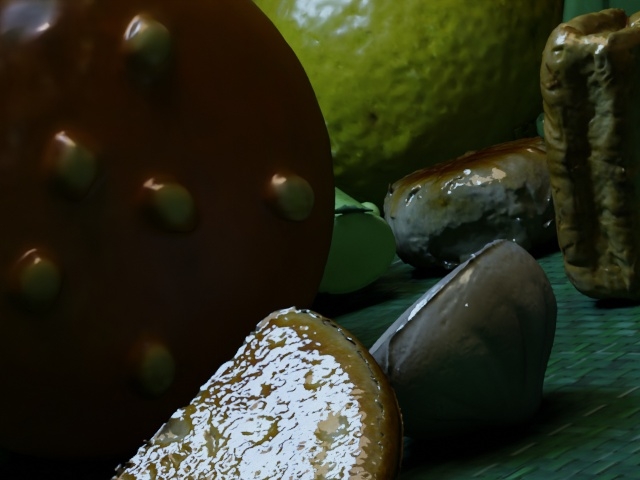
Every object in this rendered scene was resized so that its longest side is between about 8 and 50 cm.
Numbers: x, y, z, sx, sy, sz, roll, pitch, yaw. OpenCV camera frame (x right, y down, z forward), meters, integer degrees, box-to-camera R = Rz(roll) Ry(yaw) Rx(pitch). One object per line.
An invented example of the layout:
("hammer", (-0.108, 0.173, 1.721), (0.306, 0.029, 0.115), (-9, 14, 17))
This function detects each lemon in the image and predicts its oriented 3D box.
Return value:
("lemon", (0.080, -0.207, 1.926), (0.350, 0.387, 0.350), (-39, 28, 25))

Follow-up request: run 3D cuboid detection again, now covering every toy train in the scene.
("toy train", (-0.021, -0.003, 1.633), (0.157, 0.105, 0.253), (-19, 15, -9))

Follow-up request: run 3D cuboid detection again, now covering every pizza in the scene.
("pizza", (-0.043, 0.126, 1.031), (0.193, 0.053, 0.201), (-23, 33, 9))

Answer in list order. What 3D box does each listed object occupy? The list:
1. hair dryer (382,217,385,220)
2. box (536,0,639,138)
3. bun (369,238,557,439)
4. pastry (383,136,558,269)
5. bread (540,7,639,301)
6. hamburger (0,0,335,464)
("hair dryer", (0.000, 0.000, 1.835), (0.271, 0.091, 0.235), (1, 3, 18))
("box", (0.378, -0.170, 1.611), (0.328, 0.178, 0.253), (8, 17, 25))
("bun", (0.095, 0.073, 1.094), (0.138, 0.094, 0.138), (-43, -10, -10))
("pastry", (0.147, -0.036, 1.648), (0.182, 0.093, 0.192), (-13, 9, 27))
("bread", (0.218, -0.063, 1.324), (0.114, 0.211, 0.083), (-21, 22, -40))
("hamburger", (-0.179, -0.044, 1.309), (0.395, 0.396, 0.277), (-19, 9, -24))
